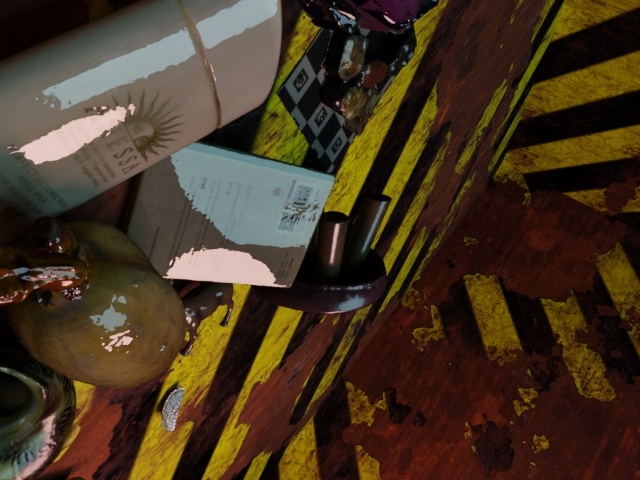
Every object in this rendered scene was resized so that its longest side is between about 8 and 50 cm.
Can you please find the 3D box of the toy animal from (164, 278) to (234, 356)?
[{"bbox_3d":[-0.230,0.112,0.810,0.214,0.094,0.186,-39,161,-38],"label":"toy animal"}]

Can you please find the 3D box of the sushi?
[{"bbox_3d":[0.097,-0.320,0.939,0.359,0.064,0.343,-57,159,-4],"label":"sushi"}]

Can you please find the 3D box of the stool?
[{"bbox_3d":[0.000,0.000,0.930,0.272,0.272,0.178,-27,129,-53],"label":"stool"}]

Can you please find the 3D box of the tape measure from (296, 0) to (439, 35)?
[{"bbox_3d":[0.010,-0.323,0.524,0.245,0.232,0.149,12,104,-50],"label":"tape measure"}]

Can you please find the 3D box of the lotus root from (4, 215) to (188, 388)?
[{"bbox_3d":[-0.237,0.072,0.526,0.151,0.169,0.342,-41,169,-17],"label":"lotus root"}]

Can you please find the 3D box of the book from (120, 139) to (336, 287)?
[{"bbox_3d":[-0.129,-0.029,0.714,0.283,0.025,0.214,11,113,-34],"label":"book"}]

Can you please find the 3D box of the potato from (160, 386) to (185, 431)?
[{"bbox_3d":[-0.310,0.341,1.019,0.037,0.036,0.093,15,89,-31],"label":"potato"}]

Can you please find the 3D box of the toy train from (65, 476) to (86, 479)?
[{"bbox_3d":[-0.464,0.455,0.759,0.157,0.105,0.253,-70,161,-4],"label":"toy train"}]

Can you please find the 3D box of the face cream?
[{"bbox_3d":[-0.187,-0.119,0.450,0.349,0.081,0.173,-33,162,-16],"label":"face cream"}]

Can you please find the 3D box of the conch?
[{"bbox_3d":[-0.374,0.195,0.564,0.181,0.124,0.187,-44,129,-5],"label":"conch"}]

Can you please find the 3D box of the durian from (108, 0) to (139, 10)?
[{"bbox_3d":[-0.127,-0.267,0.491,0.188,0.091,0.148,-20,138,-60],"label":"durian"}]

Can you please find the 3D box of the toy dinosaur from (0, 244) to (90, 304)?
[{"bbox_3d":[-0.371,-0.004,0.269,0.432,0.208,0.097,18,62,-38],"label":"toy dinosaur"}]
